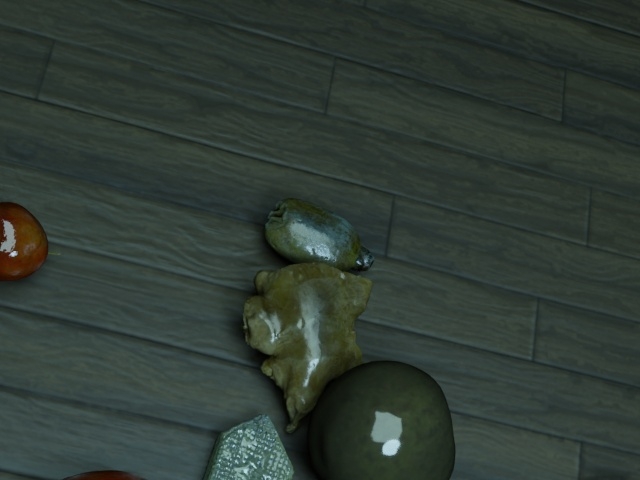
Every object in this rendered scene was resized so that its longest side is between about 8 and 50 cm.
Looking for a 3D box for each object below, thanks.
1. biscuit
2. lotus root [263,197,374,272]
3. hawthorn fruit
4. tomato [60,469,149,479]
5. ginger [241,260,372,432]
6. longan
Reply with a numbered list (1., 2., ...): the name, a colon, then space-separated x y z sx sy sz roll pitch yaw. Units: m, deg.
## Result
1. biscuit: -0.092 0.399 1.807 0.147 0.046 0.250 -20 76 -22
2. lotus root: 0.000 0.000 1.975 0.192 0.088 0.113 25 57 -6
3. hawthorn fruit: -0.477 0.009 1.820 0.125 0.140 0.125 -8 58 13
4. tomato: -0.300 0.481 1.644 0.289 0.176 0.335 -7 72 -16
5. ginger: -0.027 0.162 1.880 0.219 0.123 0.270 17 66 -13
6. longan: 0.102 0.303 1.811 0.248 0.248 0.248 6 67 -14
